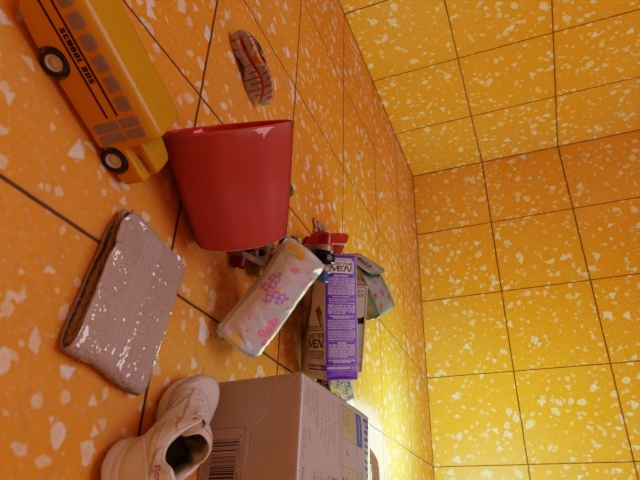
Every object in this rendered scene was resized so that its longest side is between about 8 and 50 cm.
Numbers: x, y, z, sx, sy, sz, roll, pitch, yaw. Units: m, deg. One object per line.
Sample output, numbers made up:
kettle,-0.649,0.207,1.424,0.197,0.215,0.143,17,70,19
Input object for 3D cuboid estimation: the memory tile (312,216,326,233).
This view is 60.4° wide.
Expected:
memory tile,0.000,0.000,1.918,0.113,0.012,0.148,41,42,-61

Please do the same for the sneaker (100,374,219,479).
sneaker,-0.224,0.327,0.928,0.305,0.152,0.114,-50,125,-67

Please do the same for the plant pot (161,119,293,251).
plant pot,-0.180,-0.118,1.151,0.275,0.275,0.243,-44,132,-67

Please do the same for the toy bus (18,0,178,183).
toy bus,-0.344,-0.262,0.910,0.108,0.130,0.332,-74,148,-51

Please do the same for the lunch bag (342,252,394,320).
lunch bag,0.153,0.166,2.056,0.223,0.160,0.262,-4,73,-67

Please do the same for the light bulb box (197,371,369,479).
light bulb box,-0.061,0.508,1.153,0.361,0.225,0.357,49,36,-50

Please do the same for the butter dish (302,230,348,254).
butter dish,-0.007,0.027,1.746,0.160,0.118,0.160,1,118,-63

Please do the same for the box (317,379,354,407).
box,0.053,0.505,1.767,0.233,0.044,0.159,48,37,-57

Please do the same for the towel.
towel,-0.318,0.099,0.931,0.187,0.049,0.282,58,29,-45

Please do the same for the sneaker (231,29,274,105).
sneaker,-0.180,-0.490,1.560,0.083,0.084,0.214,-64,139,-66

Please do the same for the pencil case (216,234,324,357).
pencil case,-0.108,0.122,1.204,0.273,0.113,0.124,-55,138,-2

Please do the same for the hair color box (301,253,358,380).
hair color box,0.021,0.217,1.554,0.185,0.110,0.338,156,-63,-65

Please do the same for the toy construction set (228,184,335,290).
toy construction set,-0.097,0.010,1.406,0.237,0.258,0.308,68,7,-80

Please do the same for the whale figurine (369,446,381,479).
whale figurine,0.053,0.686,1.603,0.272,0.141,0.216,11,68,-43

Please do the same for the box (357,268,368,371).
box,0.086,0.248,1.733,0.169,0.087,0.289,-110,-158,-75

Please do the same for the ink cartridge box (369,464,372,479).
ink cartridge box,0.028,0.625,1.379,0.128,0.176,0.127,43,44,-58
